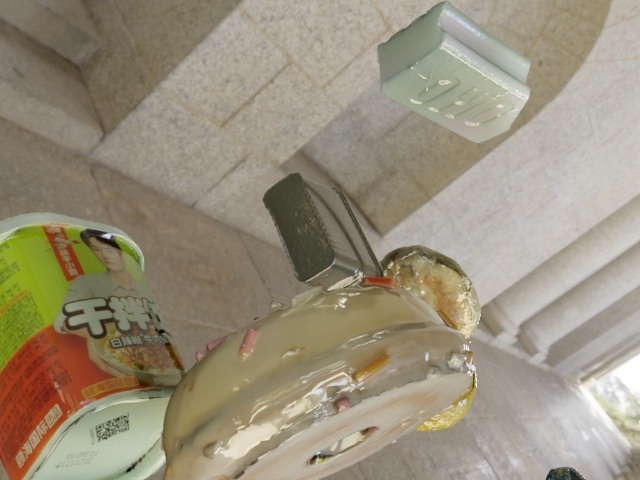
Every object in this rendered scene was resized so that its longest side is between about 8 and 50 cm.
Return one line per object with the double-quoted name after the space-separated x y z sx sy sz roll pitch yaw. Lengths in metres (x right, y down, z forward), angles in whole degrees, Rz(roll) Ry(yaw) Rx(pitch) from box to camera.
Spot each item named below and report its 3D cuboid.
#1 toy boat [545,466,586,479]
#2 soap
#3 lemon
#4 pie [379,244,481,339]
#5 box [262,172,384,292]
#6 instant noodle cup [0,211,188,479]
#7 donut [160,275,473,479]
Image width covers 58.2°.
0.310 0.325 0.726 0.060 0.060 0.137 65 21 -1 "toy boat"
0.247 -0.281 1.013 0.290 0.173 0.095 16 66 -36 "soap"
0.217 0.279 1.192 0.204 0.204 0.260 46 21 -17 "lemon"
0.282 0.161 1.537 0.337 0.337 0.075 50 41 -1 "pie"
0.000 0.000 1.184 0.178 0.138 0.274 23 36 -56 "box"
-0.327 0.161 0.775 0.308 0.294 0.294 47 10 33 "instant noodle cup"
-0.005 0.182 0.674 0.383 0.383 0.142 28 31 -57 "donut"
